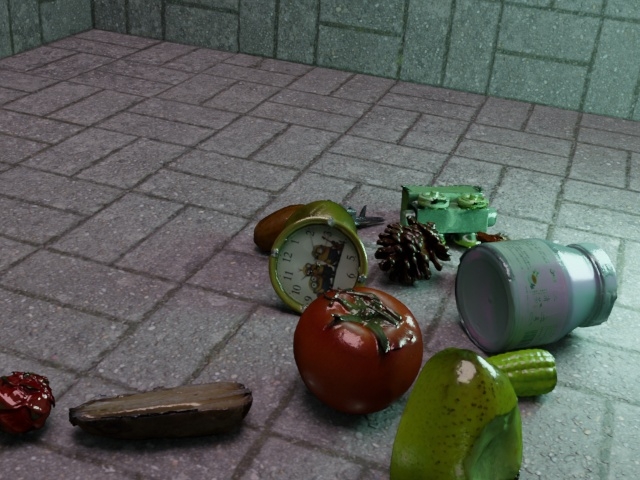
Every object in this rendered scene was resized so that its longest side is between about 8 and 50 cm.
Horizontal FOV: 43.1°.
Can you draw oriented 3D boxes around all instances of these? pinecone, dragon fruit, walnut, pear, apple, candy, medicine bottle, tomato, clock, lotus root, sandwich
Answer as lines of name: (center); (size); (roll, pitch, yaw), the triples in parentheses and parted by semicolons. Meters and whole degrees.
pinecone: (0.228, 0.028, 2.031); (0.195, 0.150, 0.179); (-13, 33, -30)
dragon fruit: (-0.547, 0.288, 1.447); (0.142, 0.130, 0.121); (-28, 25, 25)
walnut: (-0.079, -0.036, 2.119); (0.207, 0.116, 0.116); (-24, 28, 7)
pear: (0.258, 0.309, 1.403); (0.159, 0.292, 0.292); (14, 28, 37)
apple: (0.000, 0.000, 2.008); (0.196, 0.196, 0.157); (-7, 27, -21)
candy: (0.377, 0.274, 1.649); (0.209, 0.097, 0.097); (-4, 29, -12)
medicine bottle: (0.484, 0.112, 1.815); (0.290, 0.245, 0.245); (-7, 29, -21)
tomato: (0.072, 0.211, 1.576); (0.255, 0.224, 0.256); (7, 29, -4)
clock: (-0.007, 0.060, 1.893); (0.237, 0.237, 0.057); (2, -1, -6)
lotus root: (-0.288, 0.323, 1.477); (0.329, 0.078, 0.167); (-4, 6, -12)
sandwich: (0.465, 0.060, 2.004); (0.109, 0.160, 0.185); (-16, 21, 1)

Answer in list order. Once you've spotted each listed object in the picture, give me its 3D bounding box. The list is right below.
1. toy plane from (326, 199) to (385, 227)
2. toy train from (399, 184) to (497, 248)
toy plane: (0.072, -0.069, 2.260); (0.262, 0.088, 0.192); (-10, 30, -26)
toy train: (0.346, -0.071, 2.245); (0.271, 0.159, 0.188); (-1, 18, -11)
